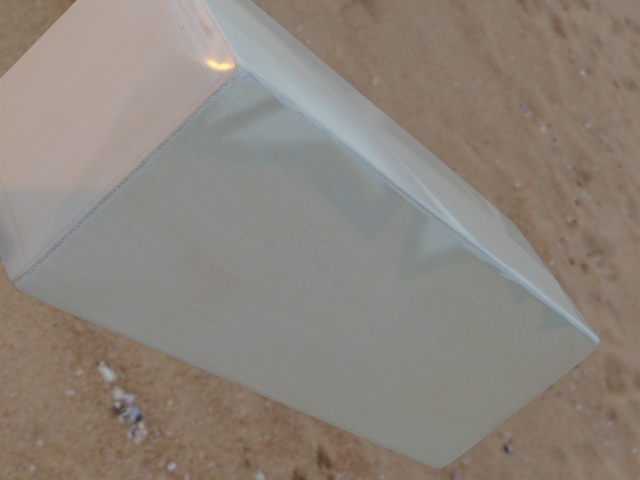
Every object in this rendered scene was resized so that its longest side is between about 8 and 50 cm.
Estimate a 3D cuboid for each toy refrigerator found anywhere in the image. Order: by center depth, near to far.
[{"bbox_3d":[0.000,0.000,0.458,0.269,0.102,0.094,31,22,-48],"label":"toy refrigerator"}]
